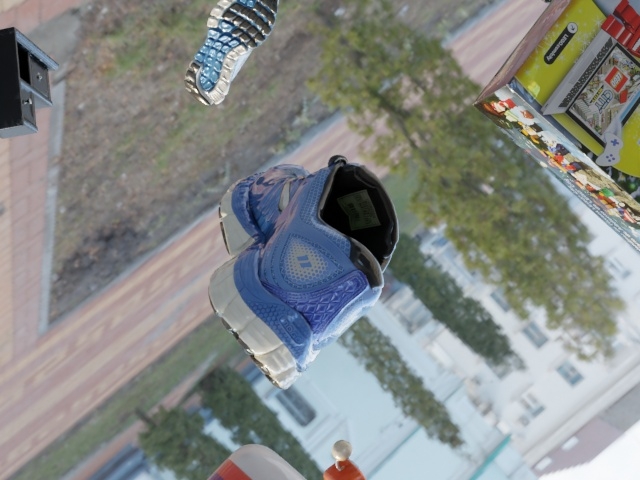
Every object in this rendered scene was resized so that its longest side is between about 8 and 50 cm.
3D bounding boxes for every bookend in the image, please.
[{"bbox_3d":[-0.466,-0.223,1.363,0.072,0.157,0.156,-9,168,6],"label":"bookend"}]

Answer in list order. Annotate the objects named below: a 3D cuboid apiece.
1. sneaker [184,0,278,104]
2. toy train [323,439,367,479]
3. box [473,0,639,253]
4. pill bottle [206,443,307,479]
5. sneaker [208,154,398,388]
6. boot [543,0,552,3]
[{"bbox_3d":[-0.106,-0.257,1.088,0.191,0.071,0.083,-45,-164,42],"label":"sneaker"},{"bbox_3d":[0.043,0.187,0.483,0.046,0.125,0.166,-33,-165,-12],"label":"toy train"},{"bbox_3d":[0.216,-0.114,0.494,0.233,0.159,0.044,-51,-171,-13],"label":"box"},{"bbox_3d":[-0.110,0.351,0.778,0.323,0.181,0.181,-45,175,-16],"label":"pill bottle"},{"bbox_3d":[0.000,0.000,0.760,0.147,0.129,0.330,-32,-159,8],"label":"sneaker"},{"bbox_3d":[0.264,-0.297,0.930,0.045,0.121,0.099,2,136,-39],"label":"boot"}]
